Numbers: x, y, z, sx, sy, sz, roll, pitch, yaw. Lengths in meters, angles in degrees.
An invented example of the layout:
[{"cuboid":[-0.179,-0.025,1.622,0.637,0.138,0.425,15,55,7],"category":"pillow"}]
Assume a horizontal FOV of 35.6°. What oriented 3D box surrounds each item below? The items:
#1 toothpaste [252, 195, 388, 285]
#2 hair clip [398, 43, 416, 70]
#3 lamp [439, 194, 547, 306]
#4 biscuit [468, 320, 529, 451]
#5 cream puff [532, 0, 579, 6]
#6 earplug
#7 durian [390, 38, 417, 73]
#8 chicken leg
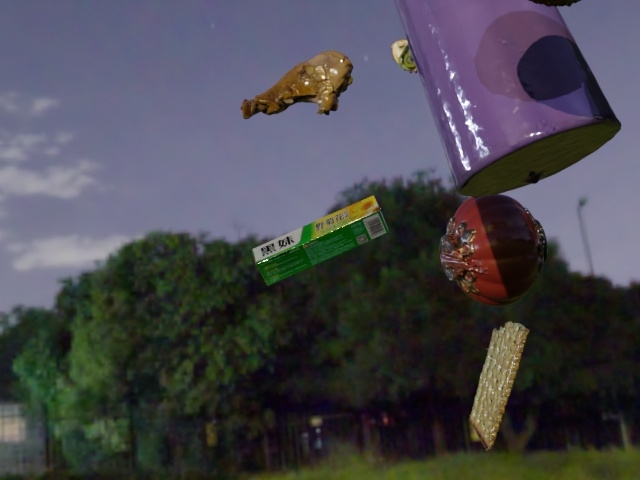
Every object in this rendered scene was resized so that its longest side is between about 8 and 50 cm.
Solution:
[{"cuboid":[0.000,0.000,1.306,0.179,0.037,0.043,-24,-50,4],"category":"toothpaste"},{"cuboid":[0.208,-0.375,1.811,0.188,0.060,0.033,-47,3,-13],"category":"hair clip"},{"cuboid":[0.332,0.018,1.949,0.227,0.226,0.227,-6,-15,-1],"category":"lamp"},{"cuboid":[0.277,0.216,1.566,0.016,0.203,0.144,13,9,-7],"category":"biscuit"},{"cuboid":[0.233,-0.290,0.941,0.149,0.084,0.149,-4,-59,-7],"category":"cream puff"},{"cuboid":[0.200,-0.298,1.289,0.215,0.455,0.215,-19,-13,-5],"category":"earplug"},{"cuboid":[0.198,-0.357,1.924,0.130,0.066,0.052,14,24,26],"category":"durian"},{"cuboid":[-0.037,-0.247,1.688,0.208,0.101,0.085,-23,-2,6],"category":"chicken leg"}]
